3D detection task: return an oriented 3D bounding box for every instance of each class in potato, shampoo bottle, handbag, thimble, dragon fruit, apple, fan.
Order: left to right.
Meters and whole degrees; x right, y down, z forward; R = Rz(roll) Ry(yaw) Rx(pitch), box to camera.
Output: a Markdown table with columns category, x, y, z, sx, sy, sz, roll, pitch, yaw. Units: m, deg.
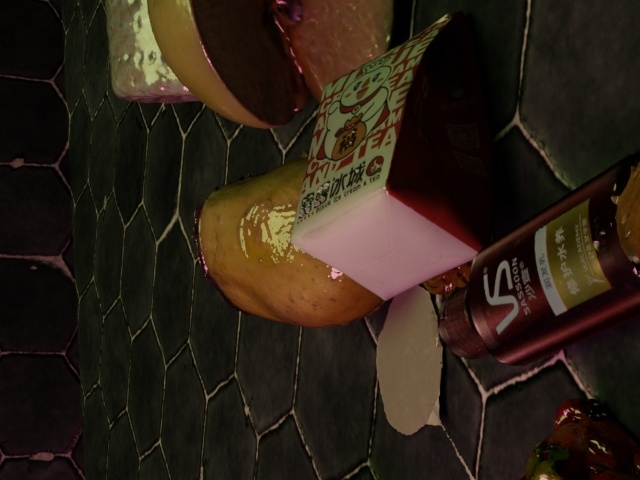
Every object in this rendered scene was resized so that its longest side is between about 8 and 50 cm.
| category | x | y | z | sx | sy | sz | roll | pitch | yaw |
| --- | --- | --- | --- | --- | --- | --- | --- | --- | --- |
| thimble | -0.159 | -0.295 | 1.808 | 0.291 | 0.291 | 0.195 | -169 | 77 | -67 |
| apple | -0.066 | -0.284 | 1.558 | 0.233 | 0.295 | 0.258 | 29 | 143 | 65 |
| potato | 0.000 | 0.000 | 1.523 | 0.266 | 0.229 | 0.229 | 3 | 90 | 52 |
| handbag | 0.093 | -0.104 | 1.349 | 0.171 | 0.151 | 0.298 | -29 | 38 | 45 |
| fan | 0.122 | 0.175 | 1.421 | 0.310 | 0.010 | 0.182 | -116 | 35 | -53 |
| shampoo bottle | 0.208 | 0.035 | 1.145 | 0.323 | 0.084 | 0.129 | 143 | 119 | -61 |
| dragon fruit | 0.223 | 0.205 | 1.084 | 0.142 | 0.175 | 0.138 | -18 | 79 | 33 |

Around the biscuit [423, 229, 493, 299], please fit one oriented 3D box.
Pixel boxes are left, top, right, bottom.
| category | x | y | z | sx | sy | sz | roll | pitch | yaw |
| --- | --- | --- | --- | --- | --- | --- | --- | --- | --- |
| biscuit | 0.143 | 0.011 | 1.371 | 0.175 | 0.026 | 0.124 | -126 | 43 | -56 |

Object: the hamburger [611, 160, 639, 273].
| category | x | y | z | sx | sy | sz | roll | pitch | yaw |
| --- | --- | --- | --- | --- | --- | --- | --- | --- | --- |
| hamburger | 0.319 | -0.045 | 0.839 | 0.309 | 0.132 | 0.211 | -123 | 39 | -56 |
